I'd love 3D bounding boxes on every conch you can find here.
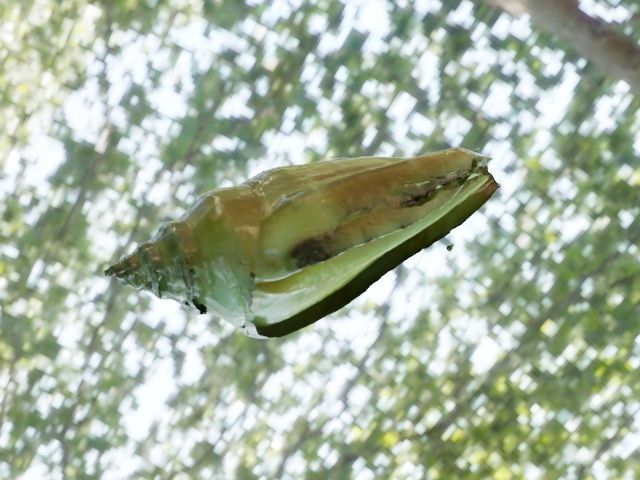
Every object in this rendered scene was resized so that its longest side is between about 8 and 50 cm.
[{"bbox_3d":[-0.003,-0.003,0.828,0.200,0.095,0.079,-23,-92,-2],"label":"conch"}]
